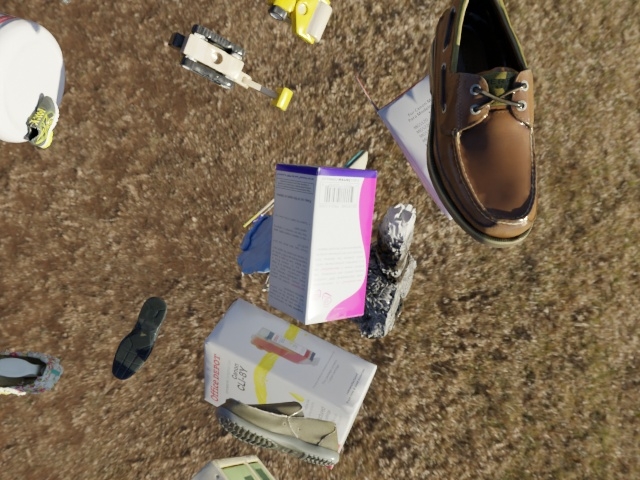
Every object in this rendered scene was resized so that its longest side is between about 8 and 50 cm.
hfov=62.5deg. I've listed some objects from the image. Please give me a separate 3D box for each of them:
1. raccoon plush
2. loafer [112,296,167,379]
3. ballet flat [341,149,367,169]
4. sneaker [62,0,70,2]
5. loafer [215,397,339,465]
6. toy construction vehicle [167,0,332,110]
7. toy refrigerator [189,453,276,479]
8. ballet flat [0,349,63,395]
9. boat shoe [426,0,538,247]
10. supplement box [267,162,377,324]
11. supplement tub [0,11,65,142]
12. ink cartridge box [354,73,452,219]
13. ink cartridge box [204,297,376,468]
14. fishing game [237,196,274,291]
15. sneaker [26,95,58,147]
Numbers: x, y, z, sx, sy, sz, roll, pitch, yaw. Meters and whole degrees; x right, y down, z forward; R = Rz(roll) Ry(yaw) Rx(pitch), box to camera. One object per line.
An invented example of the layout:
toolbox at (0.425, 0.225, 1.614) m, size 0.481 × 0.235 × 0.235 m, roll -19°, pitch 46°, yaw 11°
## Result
raccoon plush at (0.075, 0.036, 1.314) m, size 0.299 × 0.447 × 0.216 m, roll 21°, pitch 39°, yaw 19°
loafer at (-0.353, 0.195, 1.047) m, size 0.062 × 0.061 × 0.170 m, roll 29°, pitch 75°, yaw -4°
ballet flat at (0.036, -0.114, 1.210) m, size 0.248 × 0.086 × 0.086 m, roll -39°, pitch 85°, yaw -24°
sneaker at (-0.218, -0.232, 0.431) m, size 0.038 × 0.098 × 0.069 m, roll -4°, pitch 124°, yaw 15°
loafer at (-0.077, 0.347, 0.999) m, size 0.251 × 0.094 × 0.088 m, roll 25°, pitch 54°, yaw -12°
toy construction vehicle at (-0.047, -0.132, 0.312) m, size 0.098 × 0.035 × 0.086 m, roll 17°, pitch 96°, yaw -35°
toy refrigerator at (-0.128, 0.401, 0.818) m, size 0.094 × 0.269 × 0.102 m, roll -42°, pitch 70°, yaw -10°
ballet flat at (-0.552, 0.207, 0.857) m, size 0.240 × 0.077 × 0.091 m, roll 2°, pitch 67°, yaw -21°
boat shoe at (0.174, -0.147, 0.579) m, size 0.110 × 0.104 × 0.308 m, roll -4°, pitch 65°, yaw -5°
supplement box at (0.000, 0.000, 0.787) m, size 0.111 × 0.113 × 0.220 m, roll -2°, pitch 100°, yaw -37°
supplement tub at (-0.574, -0.279, 0.831) m, size 0.272 × 0.191 × 0.191 m, roll 17°, pitch 82°, yaw 3°
ink cartridge box at (0.200, -0.187, 0.928) m, size 0.130 × 0.309 × 0.272 m, roll -34°, pitch 88°, yaw 12°
ink cartridge box at (-0.090, 0.355, 1.310) m, size 0.384 × 0.279 × 0.160 m, roll 24°, pitch 44°, yaw 13°
fishing game at (-0.083, -0.005, 0.998) m, size 0.189 × 0.264 × 0.041 m, roll -43°, pitch 120°, yaw 4°
sneaker at (-0.443, -0.189, 0.840) m, size 0.031 × 0.035 × 0.083 m, roll 14°, pitch 98°, yaw 15°
